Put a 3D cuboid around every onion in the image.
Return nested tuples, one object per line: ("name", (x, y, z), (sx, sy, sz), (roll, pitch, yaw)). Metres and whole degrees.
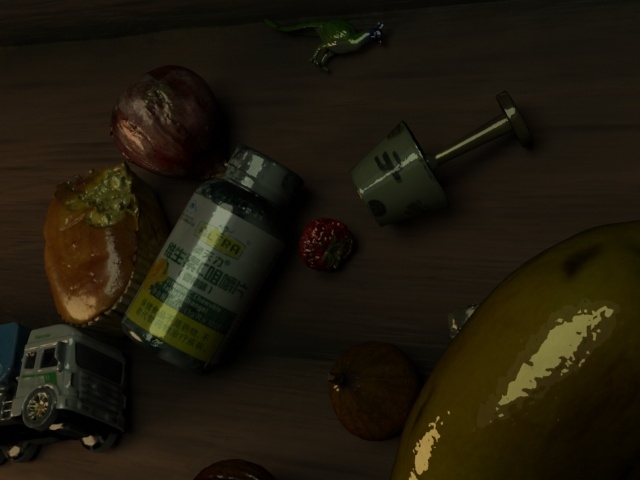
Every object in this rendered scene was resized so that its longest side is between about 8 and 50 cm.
("onion", (-0.201, -0.154, 1.557), (0.195, 0.159, 0.159), (45, 99, 6))

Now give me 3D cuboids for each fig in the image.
("fig", (-0.061, 0.333, 1.288), (0.201, 0.134, 0.146), (-4, 79, 22))
("fig", (0.047, 0.182, 1.271), (0.119, 0.153, 0.119), (12, 108, 42))

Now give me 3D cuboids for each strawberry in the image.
("strawberry", (0.000, 0.000, 1.411), (0.073, 0.073, 0.083), (-53, 41, 4))

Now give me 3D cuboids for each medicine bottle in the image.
("medicine bottle", (-0.134, 0.022, 1.439), (0.141, 0.141, 0.293), (28, 87, 36))

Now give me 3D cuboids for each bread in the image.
("bread", (-0.304, 0.014, 1.555), (0.179, 0.133, 0.250), (-24, 60, 27))

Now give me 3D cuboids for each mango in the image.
("mango", (0.228, 0.174, 1.065), (0.445, 0.301, 0.220), (-51, 48, 19))

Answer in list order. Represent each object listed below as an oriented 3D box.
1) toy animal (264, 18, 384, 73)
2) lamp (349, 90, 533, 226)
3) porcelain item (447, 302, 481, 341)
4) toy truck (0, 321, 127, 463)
("toy animal", (-0.008, -0.277, 1.539), (0.217, 0.041, 0.075), (11, 76, 38))
("lamp", (0.146, -0.103, 1.327), (0.215, 0.121, 0.121), (-28, 59, 10))
("porcelain item", (0.193, 0.180, 1.226), (0.081, 0.069, 0.215), (-13, 70, 22))
("toy truck", (-0.445, 0.221, 1.555), (0.367, 0.146, 0.175), (-11, 62, 29))
